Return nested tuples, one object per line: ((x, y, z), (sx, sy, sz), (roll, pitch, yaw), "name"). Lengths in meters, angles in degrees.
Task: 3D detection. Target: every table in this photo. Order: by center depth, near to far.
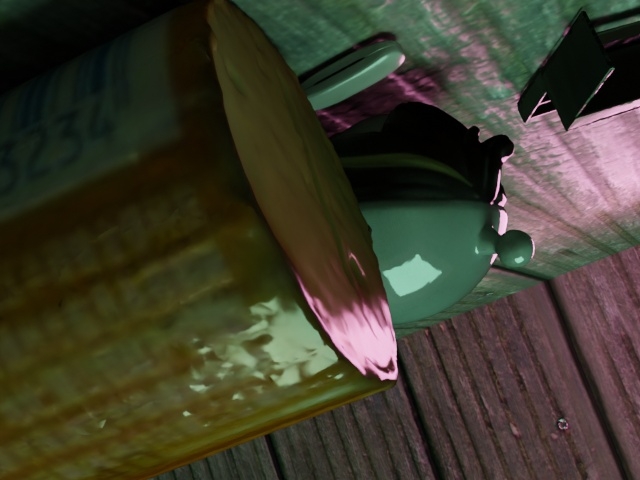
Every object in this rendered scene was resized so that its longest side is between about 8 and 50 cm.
((0.263, -0.145, 0.747), (0.146, 0.063, 0.175), (-18, 164, -9), "table")

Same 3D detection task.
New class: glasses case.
((0.019, -0.112, 0.608), (0.083, 0.021, 0.032), (-25, 169, 24), "glasses case")

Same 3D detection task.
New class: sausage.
((-0.131, 0.023, 0.500), (0.287, 0.233, 0.233), (-24, 166, 12), "sausage")

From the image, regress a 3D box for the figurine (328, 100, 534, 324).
((0.000, 0.000, 0.745), (0.369, 0.167, 0.281), (-18, 167, 36), "figurine")
